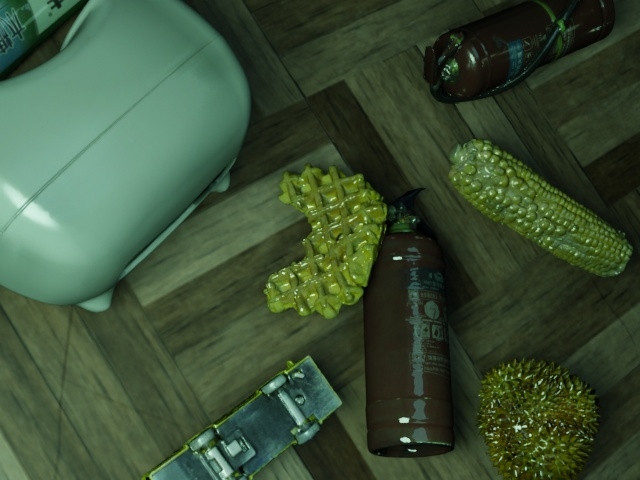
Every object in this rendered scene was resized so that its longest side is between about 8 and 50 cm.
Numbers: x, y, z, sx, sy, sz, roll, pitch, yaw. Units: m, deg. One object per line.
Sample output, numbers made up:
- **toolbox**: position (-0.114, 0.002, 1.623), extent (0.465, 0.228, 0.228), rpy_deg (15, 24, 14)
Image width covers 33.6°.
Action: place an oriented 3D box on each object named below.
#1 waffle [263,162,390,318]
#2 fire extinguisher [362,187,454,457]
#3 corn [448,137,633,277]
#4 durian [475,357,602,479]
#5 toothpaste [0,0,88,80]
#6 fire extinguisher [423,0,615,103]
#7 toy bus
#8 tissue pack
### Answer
- **waffle**: position (0.001, 0.001, 1.257), extent (0.149, 0.051, 0.194), rpy_deg (9, 70, 25)
- **fire extinguisher**: position (0.110, 0.084, 1.278), extent (0.138, 0.102, 0.344), rpy_deg (26, 57, -51)
- **corn**: position (0.286, -0.040, 1.402), extent (0.288, 0.086, 0.086), rpy_deg (31, 62, -14)
- **durian**: position (0.262, 0.222, 1.276), extent (0.168, 0.137, 0.158), rpy_deg (7, 88, -36)
- **toothpaste**: position (-0.355, -0.240, 1.197), extent (0.099, 0.061, 0.392), rpy_deg (50, 61, -16)
- **fire extinguisher**: position (0.264, -0.277, 1.453), extent (0.341, 0.141, 0.105), rpy_deg (-26, 57, -30)
- **toy bus**: position (-0.081, 0.219, 1.150), extent (0.226, 0.074, 0.081), rpy_deg (-36, 88, -29)
- **tissue pack**: position (-0.226, -0.093, 1.105), extent (0.236, 0.229, 0.333), rpy_deg (44, 60, -5)
